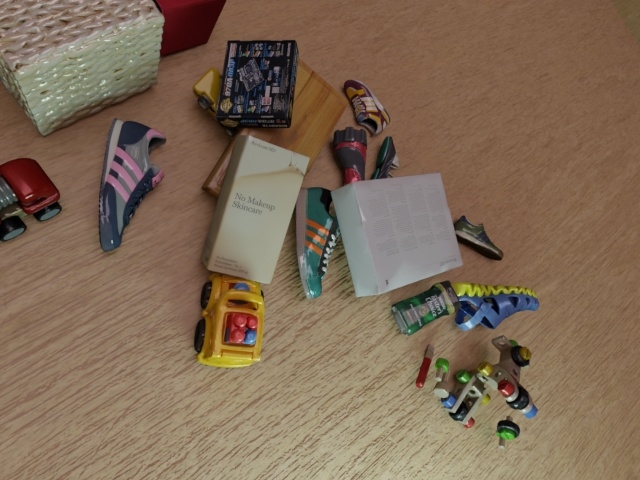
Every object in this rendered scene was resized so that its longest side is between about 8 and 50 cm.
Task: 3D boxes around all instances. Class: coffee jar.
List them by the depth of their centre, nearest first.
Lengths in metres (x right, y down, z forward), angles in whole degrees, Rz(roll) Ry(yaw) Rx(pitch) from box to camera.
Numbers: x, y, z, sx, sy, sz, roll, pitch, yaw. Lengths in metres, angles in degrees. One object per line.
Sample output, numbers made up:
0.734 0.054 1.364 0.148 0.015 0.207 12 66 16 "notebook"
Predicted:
0.298 0.186 1.326 0.184 0.079 0.096 -25 80 -11 "coffee jar"

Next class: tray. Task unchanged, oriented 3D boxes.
-0.107 -0.251 1.224 0.202 0.076 0.411 34 77 -24 "tray"

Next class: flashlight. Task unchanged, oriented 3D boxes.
0.084 -0.162 1.336 0.103 0.103 0.304 1 76 3 "flashlight"

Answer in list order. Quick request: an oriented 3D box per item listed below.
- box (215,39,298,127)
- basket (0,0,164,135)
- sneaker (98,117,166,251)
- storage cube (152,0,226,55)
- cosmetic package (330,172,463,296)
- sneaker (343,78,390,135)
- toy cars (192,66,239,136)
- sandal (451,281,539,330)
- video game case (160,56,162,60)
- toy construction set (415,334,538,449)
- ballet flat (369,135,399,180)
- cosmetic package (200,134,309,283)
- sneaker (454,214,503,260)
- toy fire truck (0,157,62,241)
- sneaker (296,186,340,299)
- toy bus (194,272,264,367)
-0.150 -0.381 1.150 0.175 0.051 0.220 2 73 7 "box"
-0.544 -0.444 0.997 0.331 0.328 0.266 -34 94 -24 "basket"
-0.431 -0.127 1.090 0.131 0.112 0.319 7 75 -19 "sneaker"
-0.379 -0.600 1.177 0.193 0.215 0.184 -35 92 -35 "storage cube"
0.222 -0.027 1.303 0.377 0.097 0.285 -11 85 -41 "cosmetic package"
0.130 -0.402 1.432 0.185 0.069 0.084 44 59 -7 "sneaker"
-0.155 -0.348 1.285 0.393 0.087 0.177 0 92 -28 "toy cars"
0.511 0.202 1.426 0.317 0.126 0.138 3 77 -14 "sandal"
-0.475 -0.481 1.216 0.122 0.011 0.087 23 69 -17 "video game case"
0.443 0.368 1.327 0.308 0.257 0.237 25 47 8 "toy construction set"
0.193 -0.210 1.412 0.074 0.074 0.203 25 74 -16 "ballet flat"
-0.155 -0.073 1.105 0.160 0.113 0.310 15 97 -24 "cosmetic package"
0.507 -0.013 1.501 0.192 0.064 0.086 26 73 -13 "sneaker"
-0.646 -0.102 0.913 0.217 0.246 0.158 -37 94 -27 "toy fire truck"
0.000 0.000 1.234 0.121 0.108 0.302 -3 76 1 "sneaker"
-0.190 0.170 1.068 0.149 0.211 0.220 10 72 -20 "toy bus"
